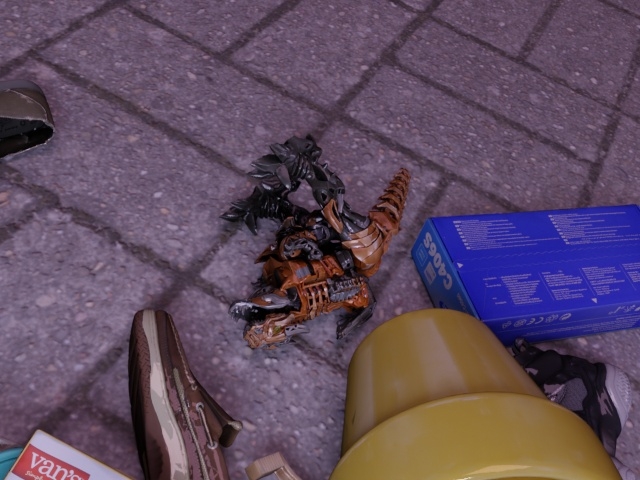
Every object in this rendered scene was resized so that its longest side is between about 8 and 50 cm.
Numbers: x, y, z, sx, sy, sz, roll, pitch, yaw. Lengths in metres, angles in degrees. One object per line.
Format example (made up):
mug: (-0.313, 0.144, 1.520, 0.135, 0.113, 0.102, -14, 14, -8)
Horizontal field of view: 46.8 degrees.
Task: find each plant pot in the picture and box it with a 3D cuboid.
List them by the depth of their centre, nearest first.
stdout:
plant pot: (0.120, 0.199, 0.681, 0.254, 0.254, 0.239, 7, 32, -12)

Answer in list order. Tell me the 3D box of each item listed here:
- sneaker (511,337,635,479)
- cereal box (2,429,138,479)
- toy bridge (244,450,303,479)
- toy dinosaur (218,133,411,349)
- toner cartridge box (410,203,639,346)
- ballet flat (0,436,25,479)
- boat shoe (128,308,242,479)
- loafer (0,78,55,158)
sneaker: (0.242, 0.215, 0.790, 0.153, 0.101, 0.268, 24, 41, 5)
cereal box: (-0.201, 0.286, 0.541, 0.173, 0.047, 0.240, 34, 63, -10)
toy bridge: (-0.002, 0.284, 0.685, 0.063, 0.026, 0.188, -6, 57, -48)
toy dinosaur: (0.000, 0.000, 0.899, 0.218, 0.164, 0.322, 47, 32, 5)
toner cartridge box: (0.309, 0.042, 0.977, 0.348, 0.075, 0.165, -4, 50, -21)
ballet flat: (-0.379, 0.278, 0.517, 0.147, 0.147, 0.409, 34, 47, 12)
boat shoe: (-0.124, 0.185, 0.706, 0.095, 0.095, 0.257, -3, 63, -24)
loafer: (-0.428, -0.125, 0.873, 0.251, 0.094, 0.087, -29, 59, -36)
